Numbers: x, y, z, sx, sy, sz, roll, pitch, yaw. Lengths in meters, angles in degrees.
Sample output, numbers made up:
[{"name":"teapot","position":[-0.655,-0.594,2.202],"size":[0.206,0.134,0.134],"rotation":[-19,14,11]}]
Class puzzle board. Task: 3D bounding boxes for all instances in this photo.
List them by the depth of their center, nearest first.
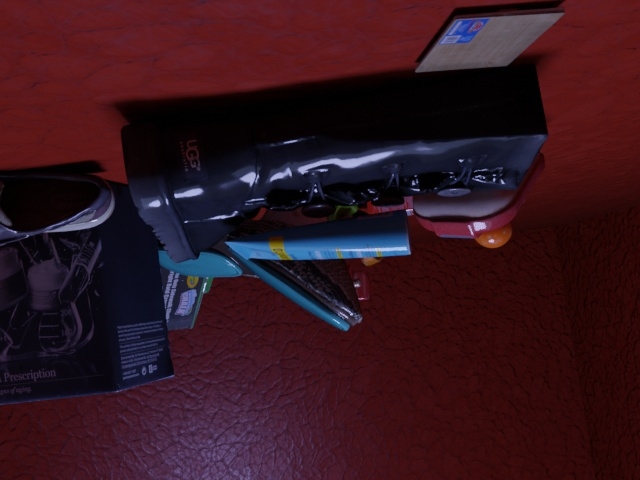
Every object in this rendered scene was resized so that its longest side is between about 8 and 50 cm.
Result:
[{"name":"puzzle board","position":[0.148,-0.182,0.650],"size":[0.096,0.011,0.128],"rotation":[-6,174,-8]}]

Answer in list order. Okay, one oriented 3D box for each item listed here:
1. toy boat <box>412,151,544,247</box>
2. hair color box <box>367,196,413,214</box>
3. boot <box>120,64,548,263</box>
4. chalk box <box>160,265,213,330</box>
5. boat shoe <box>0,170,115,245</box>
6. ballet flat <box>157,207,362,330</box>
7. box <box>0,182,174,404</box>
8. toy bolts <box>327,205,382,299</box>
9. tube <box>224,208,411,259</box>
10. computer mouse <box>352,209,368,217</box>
[{"name":"toy boat","position":[0.242,-0.057,1.044],"size":[0.151,0.151,0.231],"rotation":[3,-144,36]},{"name":"hair color box","position":[0.191,-0.085,1.581],"size":[0.167,0.053,0.093],"rotation":[-7,174,10]},{"name":"boot","position":[0.015,-0.087,0.899],"size":[0.445,0.146,0.367],"rotation":[-12,177,-5]},{"name":"chalk box","position":[-0.359,0.077,1.516],"size":[0.289,0.180,0.179],"rotation":[-3,-148,-42]},{"name":"boat shoe","position":[-0.415,-0.042,0.929],"size":[0.285,0.102,0.092],"rotation":[-10,171,-15]},{"name":"ballet flat","position":[-0.099,-0.005,1.132],"size":[0.483,0.182,0.164],"rotation":[13,157,44]},{"name":"box","position":[-0.440,0.091,1.141],"size":[0.343,0.312,0.179],"rotation":[-10,174,16]},{"name":"toy bolts","position":[0.028,0.043,1.592],"size":[0.159,0.228,0.218],"rotation":[-11,156,28]},{"name":"tube","position":[0.000,0.000,0.831],"size":[0.207,0.052,0.080],"rotation":[-6,158,11]},{"name":"computer mouse","position":[0.029,-0.017,1.697],"size":[0.272,0.188,0.072],"rotation":[-8,140,-18]}]
